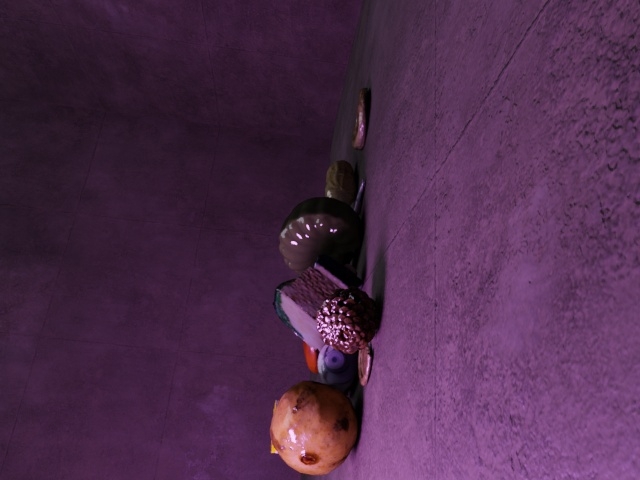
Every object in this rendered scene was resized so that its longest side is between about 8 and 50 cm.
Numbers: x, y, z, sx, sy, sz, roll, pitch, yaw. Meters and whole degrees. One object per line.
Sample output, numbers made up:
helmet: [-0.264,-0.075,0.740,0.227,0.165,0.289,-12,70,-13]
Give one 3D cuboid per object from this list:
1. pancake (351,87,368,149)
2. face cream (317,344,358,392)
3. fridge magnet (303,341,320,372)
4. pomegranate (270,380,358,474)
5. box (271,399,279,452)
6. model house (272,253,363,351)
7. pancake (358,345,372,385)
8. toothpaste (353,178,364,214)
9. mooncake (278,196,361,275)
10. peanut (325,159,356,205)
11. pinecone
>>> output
pancake: [0.179,-0.537,2.255,0.294,0.050,0.294,-174,90,-88]
face cream: [0.073,0.464,1.826,0.420,0.137,0.234,75,-163,-68]
fridge magnet: [0.011,0.371,2.100,0.363,0.156,0.363,2,-90,-81]
pomegranate: [-0.019,0.582,1.565,0.281,0.282,0.280,-173,90,-86]
box: [-0.039,0.664,1.778,0.168,0.266,0.097,-98,13,-68]
model house: [0.011,0.211,1.817,0.284,0.243,0.298,-41,-21,-23]
pancake: [0.136,0.351,1.535,0.190,0.020,0.184,105,172,-66]
toothpaste: [0.159,-0.168,2.055,0.045,0.029,0.169,-75,-5,-66]
mooncake: [0.000,0.000,2.020,0.187,0.352,0.351,-70,-8,-51]
peanut: [0.096,-0.268,2.333,0.313,0.152,0.152,-83,2,-54]
pinecone: [0.084,0.220,1.449,0.184,0.179,0.204,-54,3,35]
